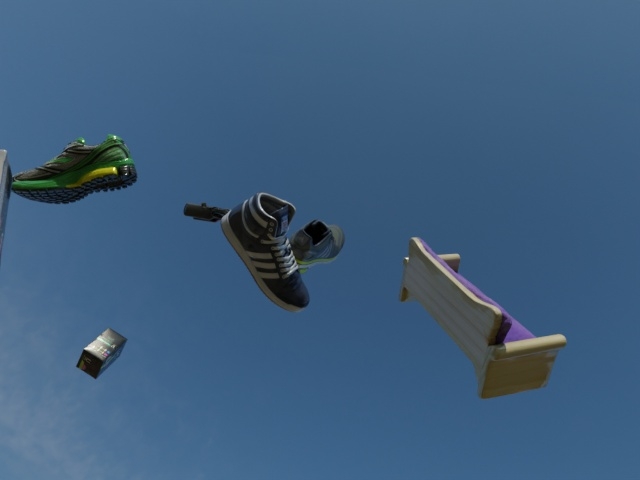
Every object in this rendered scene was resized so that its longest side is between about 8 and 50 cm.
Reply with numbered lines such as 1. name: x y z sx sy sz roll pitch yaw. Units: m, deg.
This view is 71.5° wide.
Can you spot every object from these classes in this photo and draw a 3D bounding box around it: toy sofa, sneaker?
1. toy sofa: 0.311 0.131 0.920 0.150 0.362 0.177 -3 -66 -17
2. sneaker: 0.000 0.000 1.233 0.111 0.300 0.121 42 -62 11
3. sneaker: -0.685 -0.194 1.230 0.343 0.134 0.147 -14 -100 -3
4. sneaker: -0.088 0.023 0.980 0.153 0.099 0.282 -35 -85 34

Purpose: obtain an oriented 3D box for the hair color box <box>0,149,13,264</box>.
1. hair color box: -0.683 -0.057 0.643 0.374 0.186 0.113 4 -23 -27

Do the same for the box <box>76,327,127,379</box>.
1. box: -0.471 0.242 0.960 0.052 0.083 0.062 33 -64 -2

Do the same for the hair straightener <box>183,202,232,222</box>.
1. hair straightener: -0.289 -0.068 1.210 0.230 0.089 0.047 15 -96 29
